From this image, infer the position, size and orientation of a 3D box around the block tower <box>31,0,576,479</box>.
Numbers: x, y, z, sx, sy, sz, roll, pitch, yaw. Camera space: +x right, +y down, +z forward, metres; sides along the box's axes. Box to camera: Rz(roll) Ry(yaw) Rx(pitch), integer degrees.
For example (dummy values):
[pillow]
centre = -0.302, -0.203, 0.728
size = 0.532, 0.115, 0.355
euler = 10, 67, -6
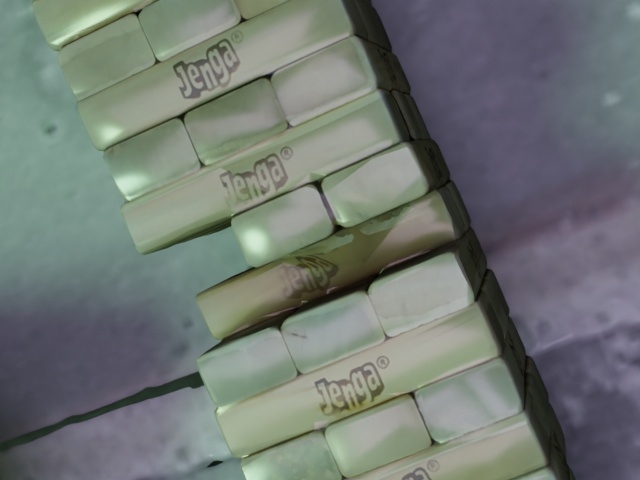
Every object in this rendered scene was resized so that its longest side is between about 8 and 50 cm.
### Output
[block tower]
centre = 0.000, 0.000, 0.385
size = 0.091, 0.097, 0.336
euler = -24, 91, 11
